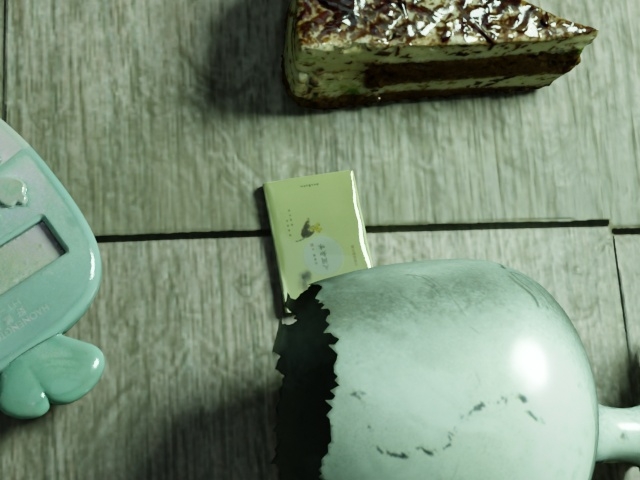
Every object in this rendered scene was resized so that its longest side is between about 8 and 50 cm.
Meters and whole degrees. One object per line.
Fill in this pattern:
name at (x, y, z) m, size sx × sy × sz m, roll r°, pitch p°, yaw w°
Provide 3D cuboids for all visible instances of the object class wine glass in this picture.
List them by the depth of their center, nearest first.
wine glass at (0.134, 0.124, 0.786) m, size 0.323 × 0.238 × 0.238 m, roll 8°, pitch 73°, yaw -15°

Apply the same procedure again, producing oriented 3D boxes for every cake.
cake at (0.083, -0.148, 0.913) m, size 0.246 × 0.112 × 0.135 m, roll 24°, pitch 75°, yaw -5°

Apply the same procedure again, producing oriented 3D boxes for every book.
book at (0.000, 0.000, 0.907) m, size 0.077 × 0.014 × 0.111 m, roll -8°, pitch 76°, yaw -10°

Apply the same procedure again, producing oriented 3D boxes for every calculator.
calculator at (-0.274, 0.008, 0.852) m, size 0.184 × 0.042 × 0.295 m, roll -34°, pitch 79°, yaw -16°
